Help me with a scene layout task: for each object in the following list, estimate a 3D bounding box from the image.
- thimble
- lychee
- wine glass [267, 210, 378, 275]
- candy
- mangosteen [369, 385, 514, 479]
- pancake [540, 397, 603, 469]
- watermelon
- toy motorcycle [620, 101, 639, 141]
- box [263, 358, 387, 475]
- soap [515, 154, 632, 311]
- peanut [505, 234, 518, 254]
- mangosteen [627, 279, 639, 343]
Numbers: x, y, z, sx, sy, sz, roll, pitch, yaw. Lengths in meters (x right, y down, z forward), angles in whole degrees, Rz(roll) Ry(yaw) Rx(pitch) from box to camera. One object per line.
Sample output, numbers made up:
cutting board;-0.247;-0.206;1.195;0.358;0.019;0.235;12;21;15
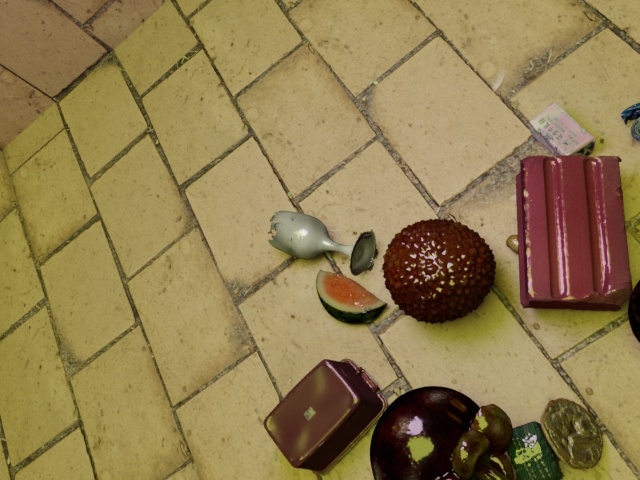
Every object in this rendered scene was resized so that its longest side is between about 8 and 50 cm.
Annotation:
thimble;0.471;0.478;1.376;0.090;0.118;0.135;-27;60;17
lychee;0.290;0.072;1.534;0.275;0.304;0.276;0;98;-3
wine glass;0.000;0.000;1.778;0.321;0.143;0.143;17;80;33
candy;0.622;-0.271;1.601;0.092;0.073;0.160;-37;59;5
mangosteen;0.276;0.478;1.355;0.347;0.306;0.307;-10;65;53
pancake;0.551;0.424;1.361;0.028;0.158;0.158;-60;43;51
watermelon;0.070;0.163;1.734;0.245;0.063;0.119;24;66;36
toy motorcycle;0.867;-0.327;1.490;0.254;0.092;0.136;-21;54;29
box;0.007;0.449;1.594;0.294;0.167;0.193;-47;60;4
soap;0.590;-0.018;1.460;0.232;0.128;0.360;1;72;9
peanut;0.523;0.016;1.559;0.113;0.054;0.054;18;81;28
mangosteen;0.770;0.132;1.309;0.228;0.228;0.265;-11;38;23
